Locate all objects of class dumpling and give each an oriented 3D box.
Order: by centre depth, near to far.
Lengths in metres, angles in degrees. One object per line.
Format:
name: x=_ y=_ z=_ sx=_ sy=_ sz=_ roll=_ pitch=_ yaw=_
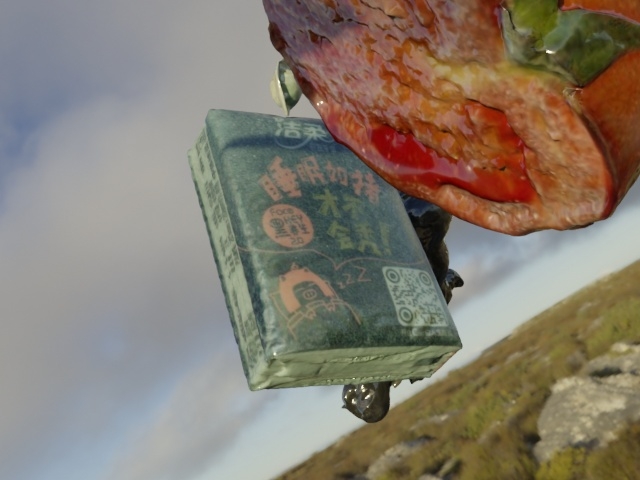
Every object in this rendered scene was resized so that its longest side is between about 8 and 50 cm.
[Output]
dumpling: x=-0.047 y=-0.207 z=0.971 sx=0.077 sy=0.043 sz=0.059 roll=-64 pitch=-24 yaw=-20

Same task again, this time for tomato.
tomato: x=0.111 y=-0.153 z=0.528 sx=0.170 sy=0.309 sz=0.309 roll=-41 pitch=-10 yaw=-18

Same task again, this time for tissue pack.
tissue pack: x=0.000 y=0.000 z=0.805 sx=0.228 sy=0.315 sz=0.103 roll=3 pitch=-38 yaw=-31

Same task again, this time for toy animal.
toy animal: x=0.122 y=0.079 z=1.026 sx=0.168 sy=0.106 sz=0.342 roll=-5 pitch=-73 yaw=-50
